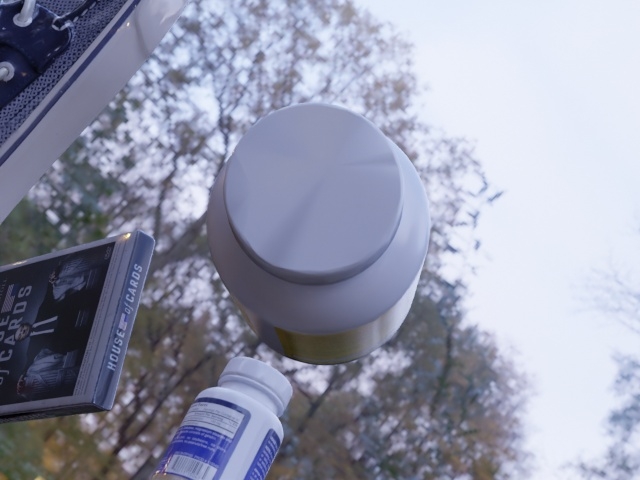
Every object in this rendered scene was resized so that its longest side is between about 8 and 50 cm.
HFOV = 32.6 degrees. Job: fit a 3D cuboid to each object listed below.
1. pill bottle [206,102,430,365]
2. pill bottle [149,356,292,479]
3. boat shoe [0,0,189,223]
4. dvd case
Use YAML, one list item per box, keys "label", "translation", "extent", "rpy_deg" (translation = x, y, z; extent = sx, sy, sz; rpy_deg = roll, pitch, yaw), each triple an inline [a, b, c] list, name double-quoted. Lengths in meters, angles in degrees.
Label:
- label: "pill bottle"
  translation: [0.000, 0.000, 0.531]
  extent: [0.103, 0.103, 0.184]
  rpy_deg: [37, -10, 9]
- label: "pill bottle"
  translation: [-0.106, 0.229, 1.218]
  extent: [0.112, 0.187, 0.112]
  rpy_deg: [19, -34, 14]
- label: "boat shoe"
  translation: [-0.227, -0.131, 0.746]
  extent: [0.158, 0.340, 0.127]
  rpy_deg: [42, -11, -21]
- label: "dvd case"
  translation: [-0.271, 0.092, 1.085]
  extent: [0.238, 0.179, 0.029]
  rpy_deg: [-12, -34, 38]
